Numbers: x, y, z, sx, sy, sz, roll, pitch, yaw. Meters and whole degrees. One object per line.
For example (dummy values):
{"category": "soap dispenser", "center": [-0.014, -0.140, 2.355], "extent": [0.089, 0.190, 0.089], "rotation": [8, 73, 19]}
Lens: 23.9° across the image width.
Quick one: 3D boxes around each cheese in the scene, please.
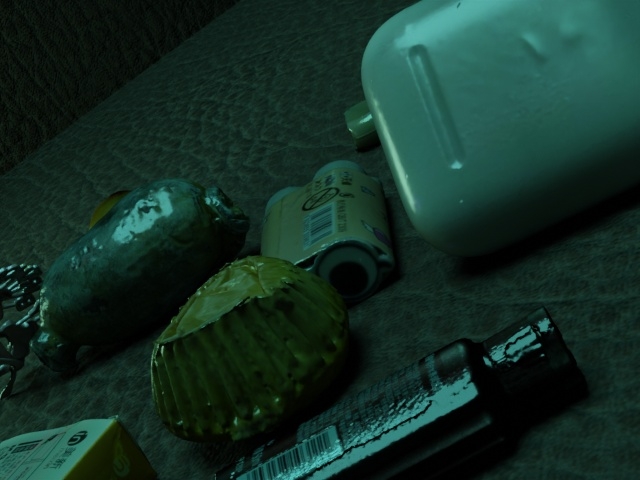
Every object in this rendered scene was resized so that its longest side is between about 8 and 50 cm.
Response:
{"category": "cheese", "center": [0.081, -0.168, 2.174], "extent": [0.092, 0.047, 0.171], "rotation": [-34, 18, 1]}

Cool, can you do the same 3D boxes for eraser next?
{"category": "eraser", "center": [0.000, 0.000, 1.818], "extent": [0.171, 0.087, 0.290], "rotation": [-28, 19, 9]}

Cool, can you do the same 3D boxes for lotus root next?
{"category": "lotus root", "center": [-0.263, 0.037, 2.051], "extent": [0.349, 0.175, 0.175], "rotation": [-37, 17, 4]}

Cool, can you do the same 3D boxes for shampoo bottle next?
{"category": "shampoo bottle", "center": [0.065, 0.164, 1.277], "extent": [0.323, 0.084, 0.129], "rotation": [-30, 20, 8]}

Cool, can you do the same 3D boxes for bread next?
{"category": "bread", "center": [-0.080, 0.110, 1.575], "extent": [0.240, 0.139, 0.240], "rotation": [-29, 15, 9]}

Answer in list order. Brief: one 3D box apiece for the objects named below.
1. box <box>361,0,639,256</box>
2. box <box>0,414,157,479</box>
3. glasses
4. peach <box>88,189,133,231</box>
{"category": "box", "center": [0.222, -0.160, 1.574], "extent": [0.349, 0.288, 0.141], "rotation": [-26, -20, 20]}
{"category": "box", "center": [-0.325, 0.307, 1.559], "extent": [0.221, 0.091, 0.274], "rotation": [-14, 26, 44]}
{"category": "glasses", "center": [-0.418, 0.125, 2.074], "extent": [0.095, 0.255, 0.162], "rotation": [37, 74, 24]}
{"category": "peach", "center": [-0.286, -0.011, 2.275], "extent": [0.138, 0.138, 0.138], "rotation": [-30, 18, 11]}
